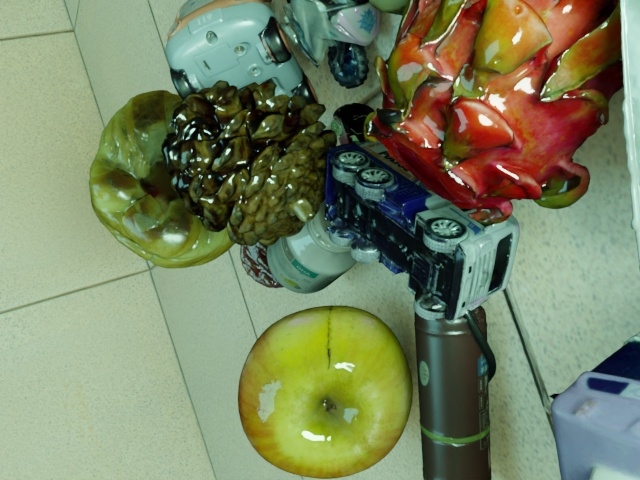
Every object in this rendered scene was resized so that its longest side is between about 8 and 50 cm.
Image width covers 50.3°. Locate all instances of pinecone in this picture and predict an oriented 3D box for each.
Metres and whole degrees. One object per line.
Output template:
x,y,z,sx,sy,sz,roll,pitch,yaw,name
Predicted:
-0.105,-0.111,0.950,0.257,0.243,0.243,23,140,4,pinecone

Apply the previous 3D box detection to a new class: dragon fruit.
0.174,-0.151,0.598,0.307,0.227,0.243,154,136,-70,dragon fruit

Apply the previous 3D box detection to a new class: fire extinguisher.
0.179,0.188,0.928,0.141,0.105,0.341,-140,45,-76,fire extinguisher

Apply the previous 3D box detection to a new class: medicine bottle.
0.000,0.000,1.123,0.135,0.135,0.215,67,154,11,medicine bottle

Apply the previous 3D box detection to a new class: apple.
0.008,0.235,1.094,0.233,0.286,0.286,-76,-27,-83,apple

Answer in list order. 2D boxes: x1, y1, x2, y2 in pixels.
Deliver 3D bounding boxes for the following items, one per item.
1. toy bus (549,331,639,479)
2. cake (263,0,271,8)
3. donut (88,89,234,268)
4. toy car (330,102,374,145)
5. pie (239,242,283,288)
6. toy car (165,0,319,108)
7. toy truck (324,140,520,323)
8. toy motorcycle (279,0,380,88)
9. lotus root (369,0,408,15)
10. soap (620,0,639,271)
0.330,0.280,0.510,0.209,0.249,0.440,10,115,61,toy bus
-0.185,-0.440,1.247,0.220,0.116,0.086,50,152,37,cake
-0.295,-0.127,1.394,0.360,0.360,0.170,67,160,12,donut
0.066,-0.136,0.989,0.055,0.069,0.142,-25,83,60,toy car
-0.092,0.024,1.350,0.154,0.036,0.154,4,100,22,pie
-0.131,-0.298,1.102,0.270,0.180,0.212,52,-162,-56,toy car
0.126,-0.028,0.844,0.268,0.155,0.124,42,140,43,toy truck
0.016,-0.348,0.926,0.239,0.108,0.204,45,156,0,toy motorcycle
0.128,-0.331,0.689,0.138,0.119,0.235,47,142,42,lotus root
0.339,-0.077,0.395,0.302,0.159,0.258,13,114,59,soap
